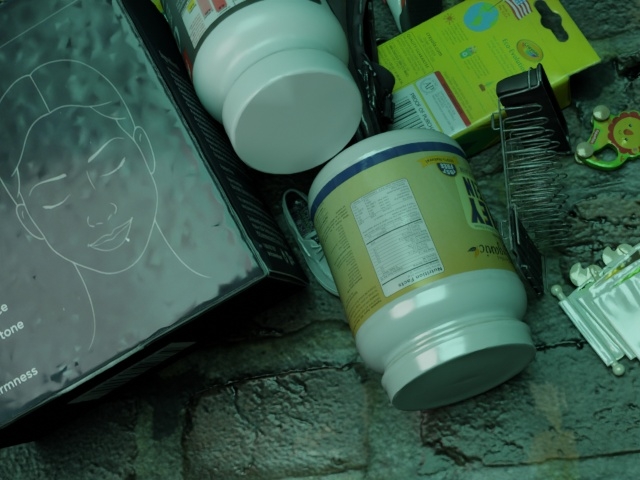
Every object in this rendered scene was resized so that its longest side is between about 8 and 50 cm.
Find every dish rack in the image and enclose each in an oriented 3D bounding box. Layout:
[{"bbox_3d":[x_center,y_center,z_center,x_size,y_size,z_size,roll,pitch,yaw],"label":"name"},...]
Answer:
[{"bbox_3d":[0.287,-0.070,1.390,0.074,0.208,0.271,-9,66,22],"label":"dish rack"}]

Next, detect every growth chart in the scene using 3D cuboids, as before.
[{"bbox_3d":[0.442,0.070,1.388,0.237,0.021,0.172,-26,64,3],"label":"growth chart"}]

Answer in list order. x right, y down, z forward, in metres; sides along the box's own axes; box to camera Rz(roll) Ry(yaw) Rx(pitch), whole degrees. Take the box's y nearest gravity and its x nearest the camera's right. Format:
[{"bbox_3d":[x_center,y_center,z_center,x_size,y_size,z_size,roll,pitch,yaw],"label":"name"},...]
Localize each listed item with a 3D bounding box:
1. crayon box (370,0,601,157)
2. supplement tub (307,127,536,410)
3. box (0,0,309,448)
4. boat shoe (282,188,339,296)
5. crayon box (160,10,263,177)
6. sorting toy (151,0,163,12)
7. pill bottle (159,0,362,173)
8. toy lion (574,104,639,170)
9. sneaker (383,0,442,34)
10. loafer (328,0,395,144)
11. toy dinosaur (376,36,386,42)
[{"bbox_3d":[0.222,-0.241,1.540,0.319,0.081,0.202,-27,63,3],"label":"crayon box"},{"bbox_3d":[0.130,0.039,1.365,0.228,0.228,0.316,-22,65,5],"label":"supplement tub"},{"bbox_3d":[-0.347,-0.034,1.407,0.480,0.297,0.471,-29,81,6],"label":"box"},{"bbox_3d":[0.000,0.000,1.505,0.066,0.063,0.184,-28,64,2],"label":"boat shoe"},{"bbox_3d":[-0.214,-0.201,1.594,0.165,0.081,0.278,-22,81,6],"label":"crayon box"},{"bbox_3d":[-0.246,-0.481,1.742,0.229,0.041,0.307,7,68,42],"label":"sorting toy"},{"bbox_3d":[-0.085,-0.274,1.397,0.210,0.210,0.363,-26,52,3],"label":"pill bottle"},{"bbox_3d":[0.419,-0.141,1.479,0.096,0.034,0.100,24,76,14],"label":"toy lion"},{"bbox_3d":[0.104,-0.430,1.654,0.145,0.090,0.270,-7,89,46],"label":"sneaker"},{"bbox_3d":[0.061,-0.243,1.483,0.095,0.109,0.302,-17,61,3],"label":"loafer"},{"bbox_3d":[-0.038,-0.399,1.648,0.314,0.121,0.160,13,37,5],"label":"toy dinosaur"}]
